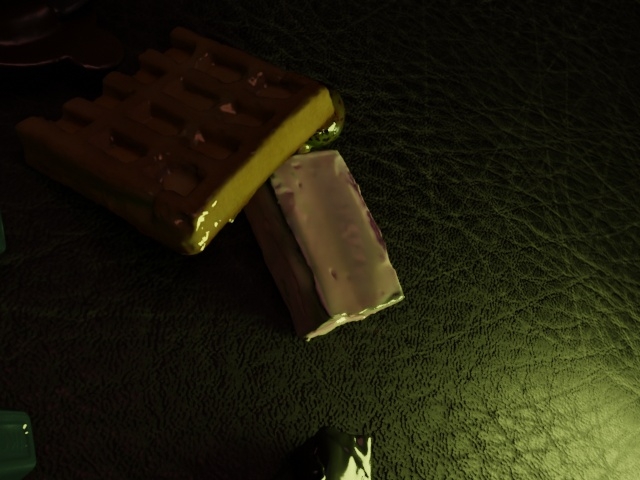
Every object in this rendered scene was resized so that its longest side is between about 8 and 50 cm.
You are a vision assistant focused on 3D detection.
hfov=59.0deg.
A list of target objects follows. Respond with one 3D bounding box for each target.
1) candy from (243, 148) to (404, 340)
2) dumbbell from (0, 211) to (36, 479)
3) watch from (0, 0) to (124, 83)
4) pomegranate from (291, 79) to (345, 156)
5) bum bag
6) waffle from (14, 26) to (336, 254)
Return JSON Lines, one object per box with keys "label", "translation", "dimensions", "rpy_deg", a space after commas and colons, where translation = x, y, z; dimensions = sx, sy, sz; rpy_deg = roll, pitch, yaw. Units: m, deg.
{"label": "candy", "translation": [0.000, 0.000, 0.844], "dimensions": [0.155, 0.116, 0.265], "rpy_deg": [-16, 73, -34]}
{"label": "dumbbell", "translation": [-0.392, 0.101, 0.569], "dimensions": [0.144, 0.160, 0.325], "rpy_deg": [12, 55, -55]}
{"label": "watch", "translation": [-0.416, -0.370, 0.690], "dimensions": [0.335, 0.327, 0.314], "rpy_deg": [-36, 84, -36]}
{"label": "pomegranate", "translation": [-0.014, -0.203, 0.942], "dimensions": [0.130, 0.130, 0.130], "rpy_deg": [12, 60, -22]}
{"label": "bum bag", "translation": [-0.038, 0.345, 0.666], "dimensions": [0.142, 0.079, 0.326], "rpy_deg": [50, 53, -1]}
{"label": "waffle", "translation": [-0.180, -0.160, 0.782], "dimensions": [0.304, 0.077, 0.348], "rpy_deg": [25, 53, 19]}
